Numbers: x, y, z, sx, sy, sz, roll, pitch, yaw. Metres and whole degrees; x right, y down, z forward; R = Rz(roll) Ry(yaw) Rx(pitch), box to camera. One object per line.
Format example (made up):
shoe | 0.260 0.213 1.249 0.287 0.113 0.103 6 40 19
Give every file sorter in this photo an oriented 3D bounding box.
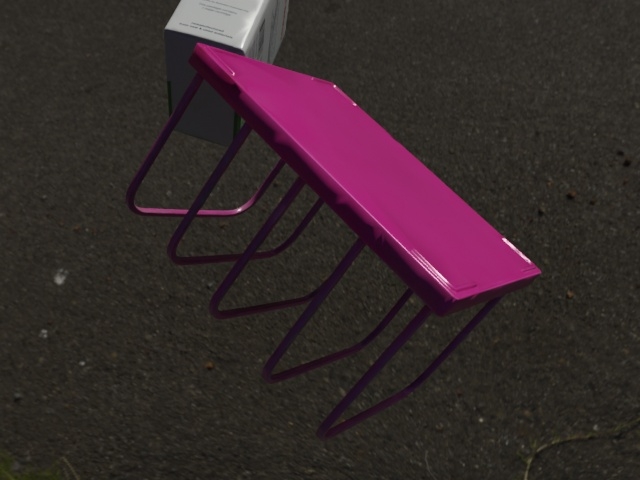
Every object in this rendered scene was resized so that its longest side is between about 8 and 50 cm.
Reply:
file sorter | 0.000 0.000 0.575 0.290 0.202 0.182 47 115 22

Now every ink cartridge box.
ink cartridge box | -0.100 -0.238 0.742 0.087 0.153 0.208 16 56 1
